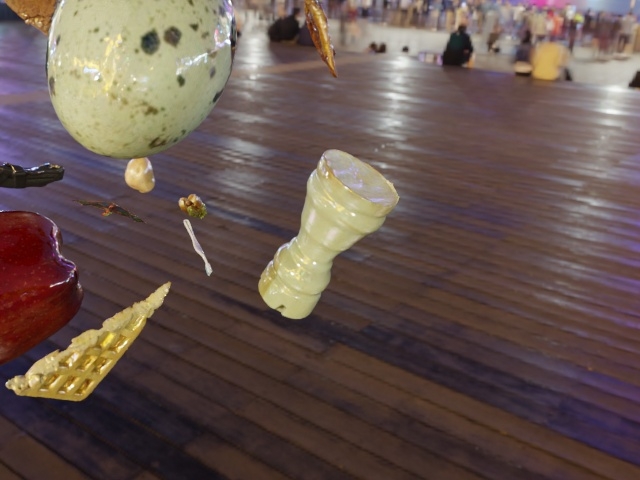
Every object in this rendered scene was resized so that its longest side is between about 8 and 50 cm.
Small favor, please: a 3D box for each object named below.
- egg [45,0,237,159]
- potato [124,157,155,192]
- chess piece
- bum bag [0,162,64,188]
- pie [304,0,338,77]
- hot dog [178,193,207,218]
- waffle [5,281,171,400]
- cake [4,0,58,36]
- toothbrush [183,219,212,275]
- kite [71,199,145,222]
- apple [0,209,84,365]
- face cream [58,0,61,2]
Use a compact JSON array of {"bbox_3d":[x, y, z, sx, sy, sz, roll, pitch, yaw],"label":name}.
[{"bbox_3d":[-0.289,-0.305,1.149,0.287,0.288,0.379,13,59,23],"label":"egg"},{"bbox_3d":[-0.372,-0.135,1.475,0.062,0.083,0.068,15,64,39],"label":"potato"},{"bbox_3d":[0.000,0.000,1.905,0.234,0.442,0.234,26,27,-14],"label":"chess piece"},{"bbox_3d":[-0.596,-0.130,1.369,0.197,0.049,0.087,-2,-18,-42],"label":"bum bag"},{"bbox_3d":[-0.001,-0.447,1.533,0.033,0.191,0.088,-24,21,-15],"label":"pie"},{"bbox_3d":[-0.316,-0.081,1.776,0.056,0.041,0.133,-22,-12,-3],"label":"hot dog"},{"bbox_3d":[-0.276,0.114,0.866,0.032,0.191,0.125,41,5,32],"label":"waffle"},{"bbox_3d":[-0.559,-0.576,1.430,0.112,0.295,0.116,18,29,-24],"label":"cake"},{"bbox_3d":[-0.205,0.008,1.185,0.011,0.013,0.131,-3,44,-32],"label":"toothbrush"},{"bbox_3d":[-0.511,-0.072,1.725,0.189,0.010,0.159,19,-15,-18],"label":"kite"},{"bbox_3d":[-0.608,0.084,1.289,0.316,0.288,0.288,-20,30,-26],"label":"apple"},{"bbox_3d":[-0.712,-0.668,1.763,0.336,0.163,0.080,8,16,32],"label":"face cream"}]
